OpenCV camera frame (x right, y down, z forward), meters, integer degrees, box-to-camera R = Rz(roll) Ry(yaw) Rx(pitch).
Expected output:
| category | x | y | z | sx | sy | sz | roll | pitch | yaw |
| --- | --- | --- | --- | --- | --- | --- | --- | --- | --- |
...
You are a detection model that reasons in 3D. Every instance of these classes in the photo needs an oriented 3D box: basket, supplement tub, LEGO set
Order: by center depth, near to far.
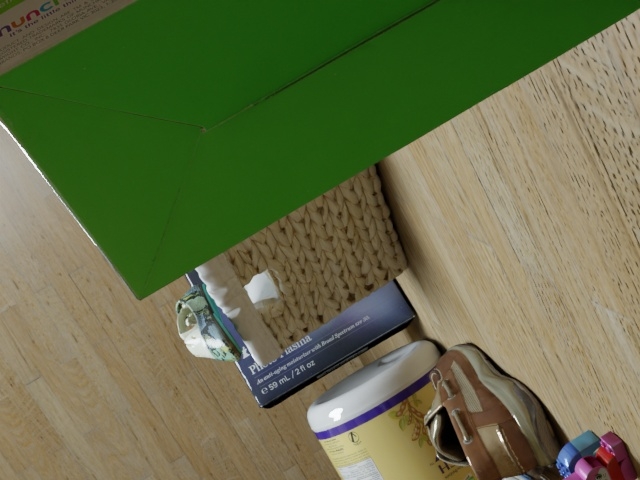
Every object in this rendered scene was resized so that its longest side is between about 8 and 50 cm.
| category | x | y | z | sx | sy | sz | roll | pitch | yaw |
| --- | --- | --- | --- | --- | --- | --- | --- | --- | --- |
| LEGO set | 0.259 | 0.275 | 0.924 | 0.227 | 0.093 | 0.087 | 62 | 174 | -25 |
| basket | -0.083 | -0.068 | 1.325 | 0.331 | 0.266 | 0.328 | 57 | 174 | 35 |
| supplement tub | 0.156 | 0.353 | 1.530 | 0.331 | 0.241 | 0.241 | 59 | 175 | 1 |

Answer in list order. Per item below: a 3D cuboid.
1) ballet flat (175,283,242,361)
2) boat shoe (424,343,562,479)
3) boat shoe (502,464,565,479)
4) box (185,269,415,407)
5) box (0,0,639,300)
| category | x | y | z | sx | sy | sz | roll | pitch | yaw |
| --- | --- | --- | --- | --- | --- | --- | --- | --- | --- |
| ballet flat | -0.153 | 0.121 | 1.279 | 0.070 | 0.070 | 0.188 | 62 | 174 | -25 |
| boat shoe | 0.181 | 0.214 | 1.198 | 0.123 | 0.116 | 0.324 | 60 | 175 | -6 |
| boat shoe | 0.254 | 0.292 | 1.215 | 0.066 | 0.066 | 0.183 | 59 | 170 | -12 |
| box | -0.044 | 0.087 | 1.639 | 0.294 | 0.296 | 0.183 | 58 | 175 | 10 |
| box | -0.032 | -0.141 | 0.452 | 0.231 | 0.262 | 0.126 | 53 | 172 | 48 |
